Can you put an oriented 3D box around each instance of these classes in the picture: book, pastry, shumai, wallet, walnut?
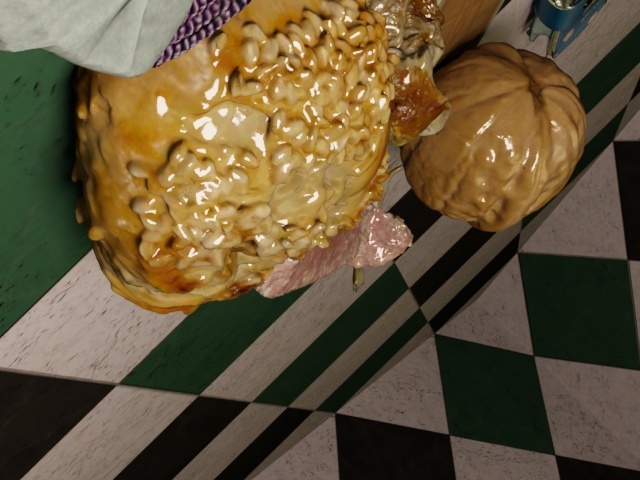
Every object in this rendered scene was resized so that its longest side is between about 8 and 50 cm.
[{"bbox_3d":[0.138,-0.223,1.111,0.170,0.018,0.241,-37,166,-32],"label":"book"},{"bbox_3d":[-0.049,-0.059,0.750,0.255,0.162,0.311,-44,168,-13],"label":"pastry"},{"bbox_3d":[0.064,-0.142,0.924,0.145,0.116,0.145,-43,167,-13],"label":"shumai"},{"bbox_3d":[-0.008,-0.008,1.150,0.102,0.112,0.265,-58,156,17],"label":"pastry"},{"bbox_3d":[0.311,-0.312,1.271,0.141,0.059,0.202,-48,170,-14],"label":"wallet"},{"bbox_3d":[0.184,-0.109,1.173,0.213,0.213,0.213,-42,166,-12],"label":"walnut"}]

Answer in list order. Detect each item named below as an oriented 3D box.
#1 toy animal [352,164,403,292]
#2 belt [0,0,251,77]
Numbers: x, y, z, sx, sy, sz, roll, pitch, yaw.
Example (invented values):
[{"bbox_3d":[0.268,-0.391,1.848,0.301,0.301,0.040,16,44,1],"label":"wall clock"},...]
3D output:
[{"bbox_3d":[0.072,-0.017,1.375,0.155,0.095,0.219,-42,168,7],"label":"toy animal"},{"bbox_3d":[-0.064,-0.193,0.397,0.260,0.122,0.325,-48,171,-14],"label":"belt"}]
